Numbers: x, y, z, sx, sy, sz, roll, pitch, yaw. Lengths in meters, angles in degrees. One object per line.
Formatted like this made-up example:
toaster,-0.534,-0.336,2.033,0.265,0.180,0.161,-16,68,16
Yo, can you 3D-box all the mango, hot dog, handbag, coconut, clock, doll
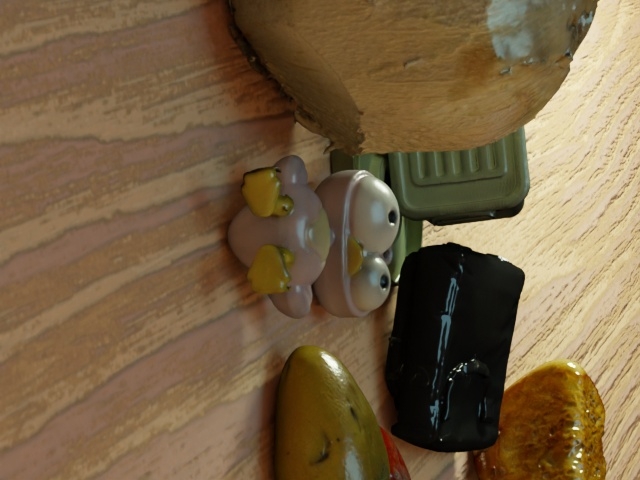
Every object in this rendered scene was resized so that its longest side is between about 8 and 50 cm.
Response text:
mango,0.007,0.197,1.774,0.137,0.098,0.195,3,75,-63
hot dog,0.277,0.283,2.317,0.150,0.153,0.257,50,36,-45
handbag,0.159,0.129,2.151,0.275,0.088,0.244,15,82,-68
coconut,0.105,-0.260,1.825,0.346,0.360,0.346,-9,90,-70
clock,0.071,-0.061,2.102,0.235,0.029,0.235,-8,90,-68
doll,-0.001,0.000,1.828,0.365,0.094,0.160,8,78,-66

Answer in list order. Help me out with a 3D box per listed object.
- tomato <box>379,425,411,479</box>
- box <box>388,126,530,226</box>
tomato,0.054,0.254,1.899,0.155,0.069,0.156,-9,90,-68
box,0.165,-0.130,2.137,0.135,0.163,0.243,39,44,-74
